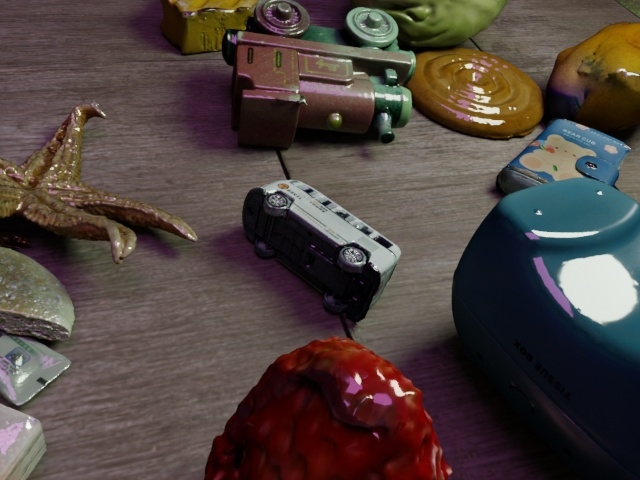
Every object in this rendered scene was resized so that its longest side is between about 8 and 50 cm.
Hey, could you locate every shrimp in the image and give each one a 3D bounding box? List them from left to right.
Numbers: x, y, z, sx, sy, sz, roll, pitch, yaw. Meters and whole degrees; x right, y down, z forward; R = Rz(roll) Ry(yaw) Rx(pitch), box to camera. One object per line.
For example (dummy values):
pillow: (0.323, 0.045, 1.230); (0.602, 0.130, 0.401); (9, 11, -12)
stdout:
shrimp: (-0.374, -0.026, 0.658); (0.114, 0.023, 0.083); (16, 42, 1)

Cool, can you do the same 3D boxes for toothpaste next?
toothpaste: (-0.345, 0.081, 0.555); (0.218, 0.041, 0.064); (30, 39, 11)

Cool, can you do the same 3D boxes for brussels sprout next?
brussels sprout: (0.197, -0.508, 1.077); (0.328, 0.247, 0.328); (5, 38, -4)

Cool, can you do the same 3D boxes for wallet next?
wallet: (0.367, -0.105, 0.862); (0.141, 0.059, 0.202); (30, 47, 25)

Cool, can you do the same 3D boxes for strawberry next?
strawberry: (0.008, 0.167, 0.404); (0.205, 0.244, 0.205); (5, 43, -5)

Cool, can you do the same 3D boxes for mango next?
mango: (0.511, -0.281, 0.989); (0.287, 0.152, 0.201); (-29, 62, -32)

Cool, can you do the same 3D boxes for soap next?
soap: (-0.182, -0.421, 1.025); (0.160, 0.080, 0.257); (16, 47, 5)

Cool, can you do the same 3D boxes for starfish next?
starfish: (-0.324, -0.074, 0.654); (0.375, 0.094, 0.327); (16, 29, -19)

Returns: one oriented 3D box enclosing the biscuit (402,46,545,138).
biscuit: (0.269, -0.269, 1.009); (0.262, 0.037, 0.262); (6, 46, -7)

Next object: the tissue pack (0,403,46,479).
tissue pack: (-0.355, 0.241, 0.378); (0.170, 0.071, 0.325); (21, 47, 6)

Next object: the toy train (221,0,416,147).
toy train: (0.005, -0.242, 0.867); (0.305, 0.150, 0.221); (2, 57, -12)

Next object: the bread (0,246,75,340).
bread: (-0.336, 0.034, 0.568); (0.193, 0.036, 0.112); (17, 26, -20)

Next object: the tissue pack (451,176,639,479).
tissue pack: (0.265, 0.095, 0.541); (0.198, 0.206, 0.287); (-18, 48, -28)

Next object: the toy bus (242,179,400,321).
toy bus: (0.000, 0.000, 0.671); (0.194, 0.087, 0.089); (35, 44, 21)
